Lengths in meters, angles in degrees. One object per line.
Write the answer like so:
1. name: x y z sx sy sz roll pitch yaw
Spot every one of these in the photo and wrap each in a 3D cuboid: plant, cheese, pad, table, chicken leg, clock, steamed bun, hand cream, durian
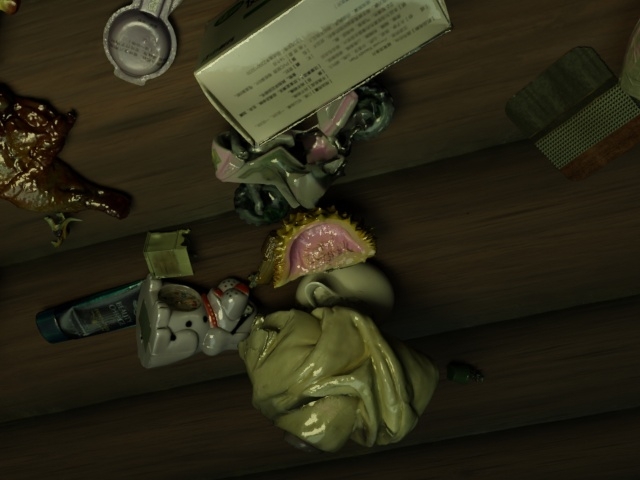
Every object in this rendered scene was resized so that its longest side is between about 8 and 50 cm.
1. plant: 0.368 0.335 1.514 0.102 0.051 0.051 10 131 -18
2. cheese: -0.255 -0.312 0.888 0.105 0.042 0.191 19 128 -21
3. pad: 0.395 -0.148 1.068 0.250 0.055 0.323 33 105 -29
4. table: -0.290 0.025 1.180 0.083 0.062 0.079 -5 132 1
5. chicken leg: -0.465 -0.132 1.022 0.177 0.083 0.322 -23 129 0
6. clock: -0.237 0.166 1.250 0.254 0.189 0.189 1 134 -25
7. steamed bun: 0.013 0.292 1.162 0.394 0.237 0.346 11 146 17
8. hand cream: -0.461 0.153 1.302 0.271 0.061 0.120 -16 127 0
9. durian: -0.002 0.001 1.103 0.182 0.165 0.132 -19 93 21

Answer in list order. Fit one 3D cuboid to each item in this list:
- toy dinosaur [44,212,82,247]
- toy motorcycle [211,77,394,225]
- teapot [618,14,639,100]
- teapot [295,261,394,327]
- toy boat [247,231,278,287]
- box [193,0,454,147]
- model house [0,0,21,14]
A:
1. toy dinosaur: -0.480 -0.029 1.115 0.058 0.037 0.180 55 151 -9
2. toy motorcycle: -0.044 -0.159 0.976 0.327 0.143 0.188 -40 123 20
3. teapot: 0.560 -0.296 0.873 0.222 0.163 0.178 -5 125 2
4. teapot: 0.057 0.137 1.255 0.204 0.139 0.298 -32 126 20
5. toy boat: -0.107 0.042 1.220 0.049 0.047 0.149 25 125 -7
6. box: -0.006 -0.291 0.833 0.333 0.173 0.145 -28 126 20
7. model house: -0.539 -0.311 0.794 0.254 0.160 0.196 18 128 -21
